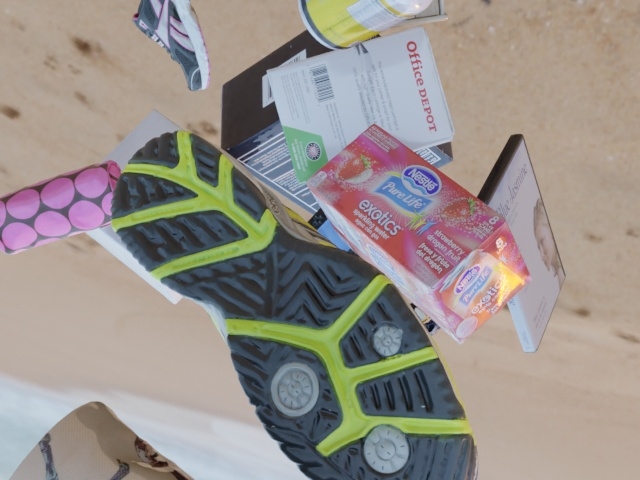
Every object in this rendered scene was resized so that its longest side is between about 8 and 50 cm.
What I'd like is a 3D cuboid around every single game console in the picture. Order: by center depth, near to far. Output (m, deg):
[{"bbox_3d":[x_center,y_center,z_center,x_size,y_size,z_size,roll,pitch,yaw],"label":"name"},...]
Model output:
[{"bbox_3d":[0.000,0.000,1.599,0.071,0.107,0.122,22,-153,-53],"label":"game console"}]

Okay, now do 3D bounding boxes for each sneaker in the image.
[{"bbox_3d":[-0.005,0.059,0.821,0.385,0.145,0.147,50,-171,28],"label":"sneaker"},{"bbox_3d":[-0.186,-0.264,1.270,0.077,0.072,0.178,-16,116,-2],"label":"sneaker"}]

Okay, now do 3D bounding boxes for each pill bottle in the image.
[{"bbox_3d":[0.067,-0.295,1.200,0.103,0.103,0.184,36,145,-29],"label":"pill bottle"}]

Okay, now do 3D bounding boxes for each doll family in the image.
[{"bbox_3d":[0.181,0.127,1.756,0.076,0.111,0.193,56,149,3],"label":"doll family"}]

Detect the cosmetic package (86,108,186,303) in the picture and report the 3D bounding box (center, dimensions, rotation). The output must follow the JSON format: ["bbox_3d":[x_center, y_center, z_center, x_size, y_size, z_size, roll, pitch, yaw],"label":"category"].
[{"bbox_3d":[-0.264,-0.060,1.765,0.224,0.224,0.138,35,163,22],"label":"cosmetic package"}]

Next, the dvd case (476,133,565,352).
[{"bbox_3d":[0.282,0.003,1.455,0.022,0.180,0.253,-5,123,32],"label":"dvd case"}]

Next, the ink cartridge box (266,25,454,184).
[{"bbox_3d":[0.056,-0.181,1.419,0.219,0.160,0.092,-15,-178,5],"label":"ink cartridge box"}]

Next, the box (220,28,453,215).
[{"bbox_3d":[0.026,-0.209,1.851,0.296,0.183,0.294,-27,138,31],"label":"box"}]

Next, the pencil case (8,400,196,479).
[{"bbox_3d":[-0.048,0.262,0.707,0.410,0.160,0.183,28,177,10],"label":"pencil case"}]

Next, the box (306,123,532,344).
[{"bbox_3d":[0.115,-0.013,1.261,0.257,0.122,0.128,42,171,42],"label":"box"}]

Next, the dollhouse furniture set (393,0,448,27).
[{"bbox_3d":[0.187,-0.404,1.666,0.303,0.355,0.174,-10,114,-3],"label":"dollhouse furniture set"}]

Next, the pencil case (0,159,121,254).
[{"bbox_3d":[-0.388,-0.044,1.559,0.209,0.095,0.098,-16,129,5],"label":"pencil case"}]
